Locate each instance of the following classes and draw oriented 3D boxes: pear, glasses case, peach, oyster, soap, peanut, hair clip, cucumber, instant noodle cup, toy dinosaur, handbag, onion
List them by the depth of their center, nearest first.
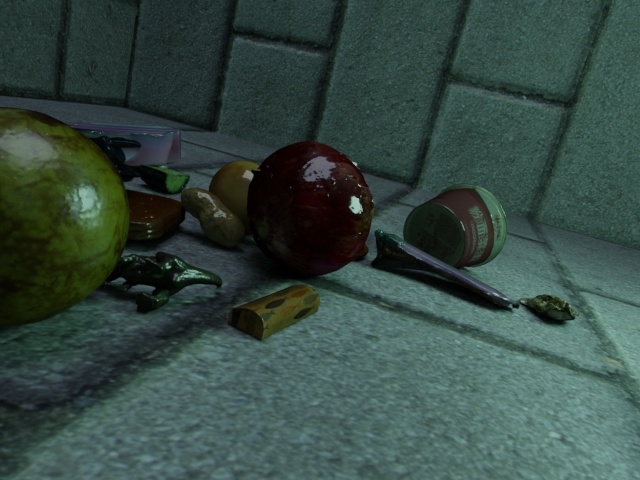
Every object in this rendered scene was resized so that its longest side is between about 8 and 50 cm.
[{"bbox_3d":[-0.367,-0.033,0.620,0.284,0.283,0.283,13,15,-3],"label":"pear"},{"bbox_3d":[-0.254,0.039,0.803,0.187,0.087,0.179,16,16,5],"label":"toy dinosaur"},{"bbox_3d":[-0.067,0.106,0.814,0.065,0.041,0.170,20,17,25],"label":"glasses case"},{"bbox_3d":[-0.019,-0.061,1.037,0.276,0.276,0.276,13,15,-3],"label":"onion"},{"bbox_3d":[-0.235,-0.052,1.101,0.174,0.080,0.080,42,22,12],"label":"peanut"},{"bbox_3d":[-0.583,-0.188,1.151,0.304,0.121,0.329,0,9,-30],"label":"handbag"},{"bbox_3d":[0.534,0.152,1.165,0.108,0.053,0.165,23,7,-7],"label":"oyster"},{"bbox_3d":[0.285,0.075,1.193,0.359,0.110,0.095,21,56,11],"label":"hair clip"},{"bbox_3d":[-0.176,-0.103,1.203,0.184,0.184,0.184,13,15,-3],"label":"peach"},{"bbox_3d":[0.339,-0.022,1.330,0.235,0.234,0.178,25,28,36],"label":"instant noodle cup"},{"bbox_3d":[-0.445,-0.174,1.459,0.115,0.062,0.116,23,10,26],"label":"cucumber"},{"bbox_3d":[-0.605,-0.301,1.592,0.324,0.109,0.193,1,22,-11],"label":"soap"}]

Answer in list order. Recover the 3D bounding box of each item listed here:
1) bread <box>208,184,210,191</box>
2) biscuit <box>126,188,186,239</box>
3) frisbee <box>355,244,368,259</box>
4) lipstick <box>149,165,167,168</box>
[{"bbox_3d":[-0.236,-0.095,1.372,0.150,0.065,0.187,20,9,-18],"label":"bread"},{"bbox_3d":[-0.429,-0.058,1.071,0.262,0.052,0.277,9,15,-2],"label":"biscuit"},{"bbox_3d":[0.000,0.000,1.300,0.251,0.021,0.251,14,15,-4],"label":"frisbee"},{"bbox_3d":[-0.547,-0.247,1.673,0.040,0.040,0.141,-2,22,-45],"label":"lipstick"}]
